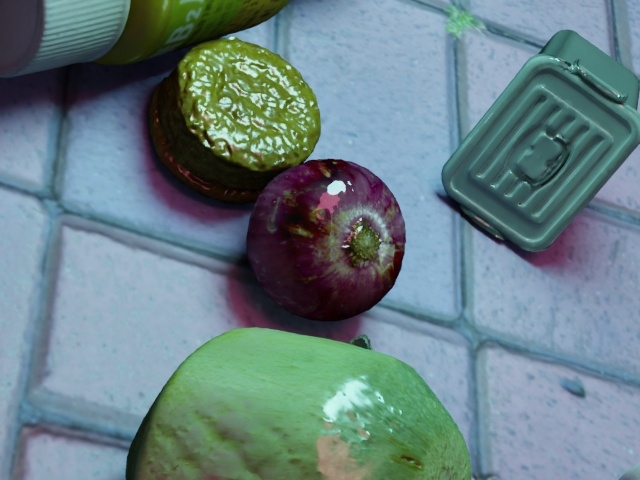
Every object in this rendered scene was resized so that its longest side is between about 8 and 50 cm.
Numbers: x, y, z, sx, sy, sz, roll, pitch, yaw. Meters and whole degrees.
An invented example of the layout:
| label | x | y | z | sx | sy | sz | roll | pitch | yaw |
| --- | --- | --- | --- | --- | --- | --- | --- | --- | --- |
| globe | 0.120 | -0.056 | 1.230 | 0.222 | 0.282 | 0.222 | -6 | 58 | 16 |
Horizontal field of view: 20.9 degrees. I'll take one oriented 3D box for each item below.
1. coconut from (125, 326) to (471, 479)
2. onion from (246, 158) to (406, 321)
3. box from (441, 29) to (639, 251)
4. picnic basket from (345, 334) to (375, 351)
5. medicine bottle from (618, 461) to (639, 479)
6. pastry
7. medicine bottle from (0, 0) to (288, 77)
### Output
| label | x | y | z | sx | sy | sz | roll | pitch | yaw |
| --- | --- | --- | --- | --- | --- | --- | --- | --- | --- |
| coconut | -0.038 | 0.222 | 1.573 | 0.328 | 0.281 | 0.328 | -11 | 53 | 14 |
| onion | 0.005 | 0.000 | 1.846 | 0.177 | 0.153 | 0.177 | 26 | 54 | -41 |
| box | 0.269 | -0.126 | 2.047 | 0.163 | 0.243 | 0.135 | 34 | 34 | -3 |
| picnic basket | 0.038 | 0.140 | 1.821 | 0.083 | 0.065 | 0.083 | 12 | 53 | -51 |
| medicine bottle | 0.410 | 0.316 | 1.876 | 0.103 | 0.103 | 0.186 | -18 | 67 | -39 |
| pastry | -0.095 | -0.131 | 1.912 | 0.189 | 0.103 | 0.188 | 16 | 50 | -20 |
| medicine bottle | -0.212 | -0.304 | 1.863 | 0.384 | 0.224 | 0.224 | -23 | 70 | -45 |
